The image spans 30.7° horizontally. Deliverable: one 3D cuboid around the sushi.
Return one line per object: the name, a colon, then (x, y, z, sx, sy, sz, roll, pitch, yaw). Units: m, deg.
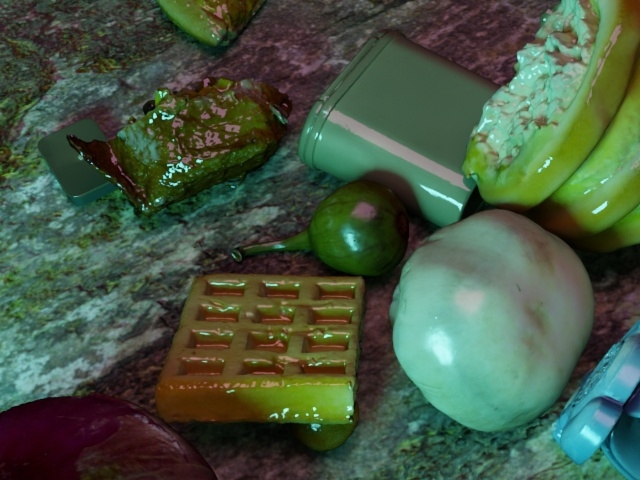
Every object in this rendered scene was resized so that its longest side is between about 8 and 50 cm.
sushi: (-0.174, -0.145, 1.559, 0.296, 0.167, 0.179, -26, 79, -7)

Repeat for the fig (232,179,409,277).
fig: (0.000, 0.000, 1.486, 0.236, 0.124, 0.124, -14, 50, 23)

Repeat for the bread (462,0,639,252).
bread: (0.342, -0.136, 1.373, 0.270, 0.211, 0.315, 32, 96, -9)

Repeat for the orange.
orange: (0.005, 0.202, 1.336, 0.085, 0.085, 0.085, -2, 54, 2)

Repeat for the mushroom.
mushroom: (0.178, 0.092, 1.347, 0.260, 0.234, 0.253, 6, 82, -37)

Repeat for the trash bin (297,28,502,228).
trash bin: (0.133, -0.147, 1.560, 0.247, 0.121, 0.243, 29, 60, 19)

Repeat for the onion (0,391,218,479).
onion: (-0.272, 0.294, 1.103, 0.348, 0.385, 0.347, -8, 61, 15)

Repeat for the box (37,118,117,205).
box: (-0.327, -0.107, 1.609, 0.091, 0.031, 0.126, -29, 58, -17)

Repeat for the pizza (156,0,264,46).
pizza: (-0.196, -0.427, 1.808, 0.258, 0.087, 0.268, 20, 60, 20)

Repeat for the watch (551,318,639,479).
watch: (0.376, 0.203, 1.264, 0.193, 0.211, 0.211, 37, 63, 10)

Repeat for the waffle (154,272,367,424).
waffle: (-0.062, 0.119, 1.357, 0.221, 0.055, 0.248, 0, 31, 6)
